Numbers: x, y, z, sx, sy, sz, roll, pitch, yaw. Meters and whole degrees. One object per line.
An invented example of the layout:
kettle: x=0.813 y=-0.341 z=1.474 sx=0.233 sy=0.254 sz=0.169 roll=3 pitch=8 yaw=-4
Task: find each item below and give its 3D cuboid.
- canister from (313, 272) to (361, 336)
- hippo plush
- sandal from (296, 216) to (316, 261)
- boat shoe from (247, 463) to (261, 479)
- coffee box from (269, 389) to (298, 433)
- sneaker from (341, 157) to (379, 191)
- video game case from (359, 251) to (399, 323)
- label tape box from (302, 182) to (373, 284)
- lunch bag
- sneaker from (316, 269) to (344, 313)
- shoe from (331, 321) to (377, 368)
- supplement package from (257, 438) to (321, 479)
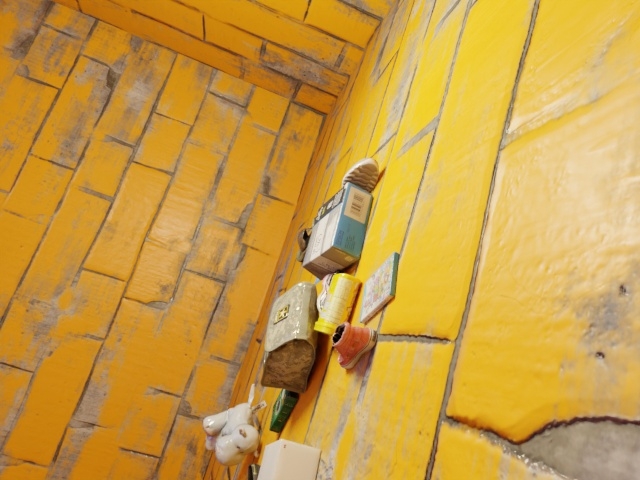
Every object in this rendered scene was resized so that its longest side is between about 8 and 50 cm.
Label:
canister: x=0.049 y=0.183 z=1.287 sx=0.126 sy=0.073 sz=0.169 roll=150 pitch=140 yaw=-75
hippo plush: x=-0.314 y=0.795 z=1.830 sx=0.294 sy=0.234 sz=0.236 roll=-30 pitch=24 yaw=-14
sandal: x=-0.081 y=0.003 z=2.307 sx=0.120 sy=0.086 sz=0.302 roll=-80 pitch=14 yaw=-45
boat shoe: x=-0.211 y=0.816 z=1.446 sx=0.227 sy=0.069 sz=0.081 roll=-92 pitch=24 yaw=-65
coffee box: x=-0.122 y=0.556 z=1.563 sx=0.113 sy=0.041 sz=0.184 roll=-88 pitch=21 yaw=-62
sneaker: x=0.125 y=-0.217 z=1.569 sx=0.281 sy=0.105 sz=0.115 roll=129 pitch=158 yaw=-64
video game case: x=0.139 y=0.115 z=1.095 sx=0.166 sy=0.015 sz=0.119 roll=122 pitch=164 yaw=-52
label tape box: x=0.031 y=-0.010 z=1.540 sx=0.334 sy=0.106 sz=0.240 roll=-37 pitch=33 yaw=57
lunch bag: x=-0.085 y=0.295 z=1.429 sx=0.235 sy=0.169 sz=0.287 roll=-83 pitch=6 yaw=-51
sneaker: x=0.039 y=0.160 z=1.411 sx=0.077 sy=0.072 sz=0.178 roll=-46 pitch=29 yaw=40
shoe: x=0.060 y=0.245 z=1.074 sx=0.178 sy=0.081 sz=0.063 roll=122 pitch=165 yaw=-50
supplement package: x=-0.083 y=0.570 z=1.139 sx=0.179 sy=0.105 sz=0.105 roll=123 pitch=164 yaw=-56
